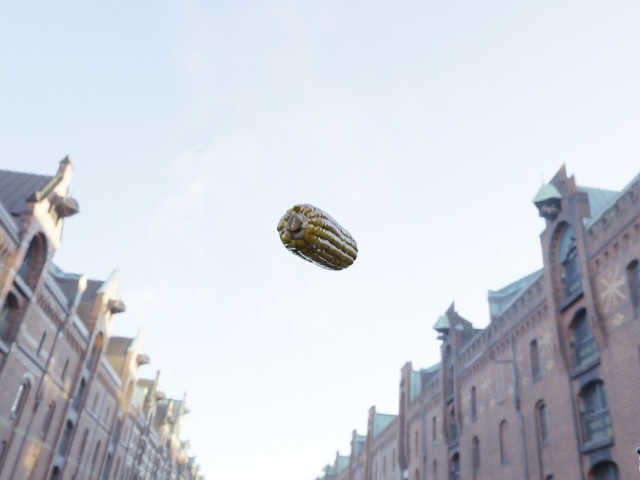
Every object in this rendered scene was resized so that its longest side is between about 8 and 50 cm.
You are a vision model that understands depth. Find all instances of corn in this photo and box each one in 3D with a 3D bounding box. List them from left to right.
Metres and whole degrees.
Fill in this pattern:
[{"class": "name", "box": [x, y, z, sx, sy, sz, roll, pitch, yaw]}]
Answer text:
[{"class": "corn", "box": [0.000, 0.000, 0.751, 0.068, 0.068, 0.207, -4, -13, 17]}]

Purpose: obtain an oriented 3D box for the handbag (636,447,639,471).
[{"class": "handbag", "box": [0.619, 0.438, 0.911, 0.161, 0.260, 0.113, 6, -47, -4]}]
